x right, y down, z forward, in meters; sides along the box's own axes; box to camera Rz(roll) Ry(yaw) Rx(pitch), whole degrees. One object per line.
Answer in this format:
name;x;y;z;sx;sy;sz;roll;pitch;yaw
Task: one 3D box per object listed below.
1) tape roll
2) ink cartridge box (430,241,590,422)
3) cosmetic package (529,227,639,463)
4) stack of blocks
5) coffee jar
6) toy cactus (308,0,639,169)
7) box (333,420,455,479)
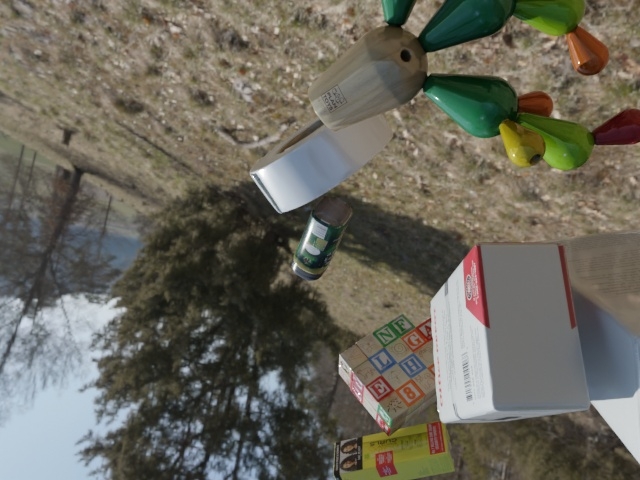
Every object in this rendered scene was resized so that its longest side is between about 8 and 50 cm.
tape roll;0.000;-0.176;1.124;0.100;0.286;0.286;55;158;-16
ink cartridge box;0.236;0.140;0.770;0.114;0.197;0.273;0;160;-2
cosmetic package;0.457;0.110;0.785;0.230;0.162;0.453;-8;-169;7
stack of blocks;0.206;0.245;1.192;0.171;0.297;0.087;48;155;32
coffee jar;0.000;0.000;1.209;0.079;0.096;0.184;29;134;5
toy cactus;0.075;-0.118;0.329;0.180;0.219;0.112;-28;-160;24
box;0.144;0.431;1.131;0.232;0.058;0.087;-16;-152;14
